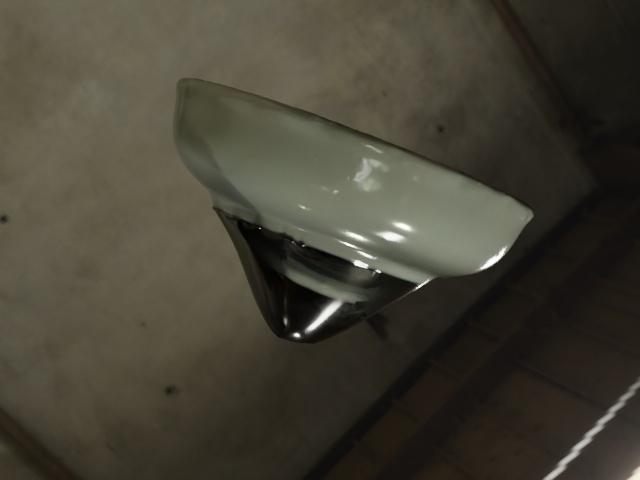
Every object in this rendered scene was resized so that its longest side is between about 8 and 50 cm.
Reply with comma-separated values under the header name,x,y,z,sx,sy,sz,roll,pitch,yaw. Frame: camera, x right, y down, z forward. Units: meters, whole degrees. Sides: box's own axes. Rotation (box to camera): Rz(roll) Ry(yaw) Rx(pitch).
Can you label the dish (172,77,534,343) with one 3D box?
name,x,y,z,sx,sy,sz,roll,pitch,yaw
dish,0.000,0.000,0.400,0.141,0.141,0.078,25,-85,63
